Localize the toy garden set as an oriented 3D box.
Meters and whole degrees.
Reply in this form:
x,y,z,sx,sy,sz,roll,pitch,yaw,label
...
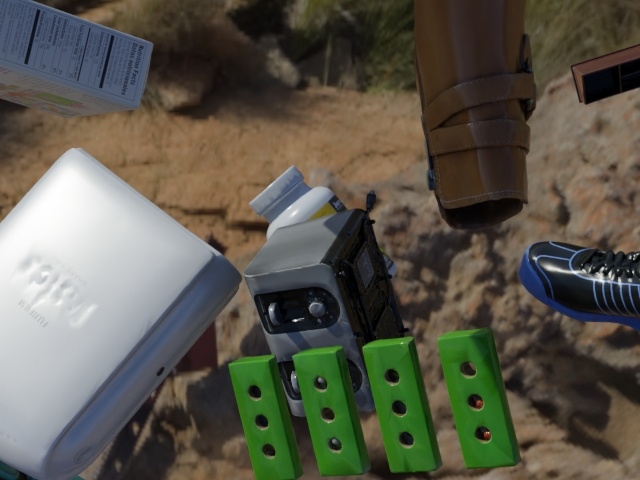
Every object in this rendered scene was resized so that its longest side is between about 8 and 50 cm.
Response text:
x,y,z,sx,sy,sz,roll,pitch,yaw,label
0.057,0.181,1.028,0.244,0.049,0.204,-10,97,31,toy garden set

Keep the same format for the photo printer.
x,y,z,sx,sy,sz,roll,pitch,yaw,label
-0.270,0.083,1.300,0.256,0.107,0.307,36,81,27,photo printer

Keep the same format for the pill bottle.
x,y,z,sx,sy,sz,roll,pitch,yaw,label
0.000,0.000,1.516,0.103,0.103,0.184,-43,94,-21,pill bottle

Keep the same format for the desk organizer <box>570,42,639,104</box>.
x,y,z,sx,sy,sz,roll,pitch,yaw,label
0.352,-0.189,1.378,0.130,0.050,0.047,-17,109,4,desk organizer

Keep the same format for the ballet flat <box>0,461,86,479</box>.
x,y,z,sx,sy,sz,roll,pitch,yaw,label
-0.368,0.299,1.403,0.139,0.400,0.139,-23,45,25,ballet flat

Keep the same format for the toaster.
x,y,z,sx,sy,sz,roll,pitch,yaw,label
0.011,0.066,1.266,0.110,0.168,0.186,-10,21,21,toaster

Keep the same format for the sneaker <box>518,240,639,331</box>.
x,y,z,sx,sy,sz,roll,pitch,yaw,label
0.301,0.039,1.169,0.232,0.090,0.081,22,48,21,sneaker

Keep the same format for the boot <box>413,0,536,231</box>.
x,y,z,sx,sy,sz,roll,pitch,yaw,label
0.102,-0.135,0.855,0.109,0.283,0.220,-1,77,-1,boot

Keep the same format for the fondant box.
x,y,z,sx,sy,sz,roll,pitch,yaw,label
-0.419,-0.251,1.593,0.330,0.238,0.096,17,83,-33,fondant box
